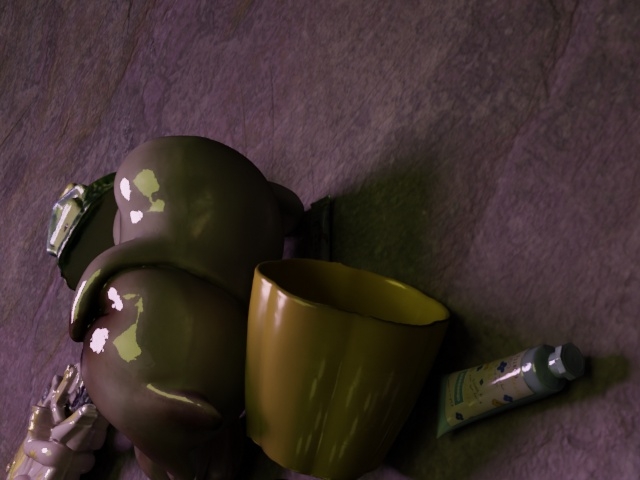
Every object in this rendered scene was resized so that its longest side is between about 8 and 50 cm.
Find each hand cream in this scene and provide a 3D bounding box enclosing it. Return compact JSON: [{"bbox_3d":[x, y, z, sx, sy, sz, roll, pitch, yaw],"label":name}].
[{"bbox_3d":[0.163,0.129,0.987,0.171,0.043,0.065,-31,43,48],"label":"hand cream"}]

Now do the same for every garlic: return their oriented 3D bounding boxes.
[{"bbox_3d":[-0.158,0.267,1.296,0.131,0.127,0.194,20,106,52],"label":"garlic"}]

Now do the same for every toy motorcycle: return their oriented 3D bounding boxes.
[{"bbox_3d":[-0.381,0.313,1.570,0.340,0.108,0.223,-53,28,32],"label":"toy motorcycle"}]

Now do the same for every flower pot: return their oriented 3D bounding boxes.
[{"bbox_3d":[0.013,0.129,1.081,0.195,0.195,0.179,29,110,55],"label":"flower pot"}]

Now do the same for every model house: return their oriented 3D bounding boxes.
[{"bbox_3d":[-0.264,-0.023,1.500,0.189,0.214,0.195,32,102,56],"label":"model house"}]

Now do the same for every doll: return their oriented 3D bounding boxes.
[{"bbox_3d":[-0.153,0.050,1.210,0.215,0.226,0.370,125,165,-50],"label":"doll"}]

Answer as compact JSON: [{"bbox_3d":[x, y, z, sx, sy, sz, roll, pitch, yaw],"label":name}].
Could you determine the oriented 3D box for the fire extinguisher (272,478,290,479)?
[{"bbox_3d":[-0.122,0.359,1.212,0.311,0.095,0.114,-40,16,34],"label":"fire extinguisher"}]

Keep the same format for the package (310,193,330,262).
[{"bbox_3d":[0.000,0.000,1.300,0.037,0.015,0.110,-21,58,41],"label":"package"}]
